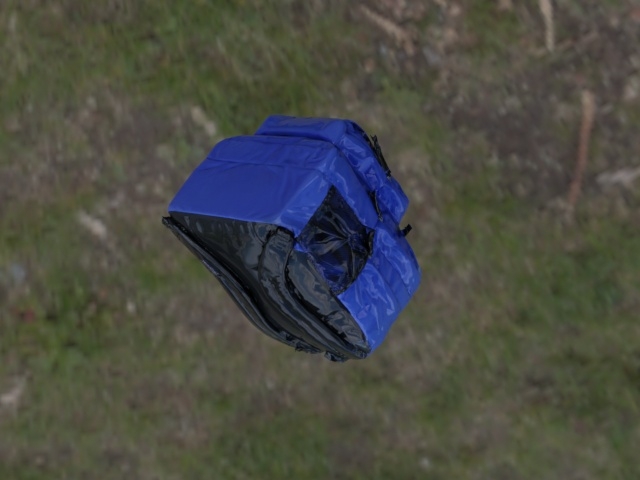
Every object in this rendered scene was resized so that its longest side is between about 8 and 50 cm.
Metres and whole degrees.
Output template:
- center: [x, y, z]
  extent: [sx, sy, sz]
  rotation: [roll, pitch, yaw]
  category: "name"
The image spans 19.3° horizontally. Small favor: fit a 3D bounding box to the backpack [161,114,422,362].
- center: [0.000, 0.000, 0.987]
  extent: [0.101, 0.098, 0.120]
  rotation: [-50, 127, -23]
  category: "backpack"
